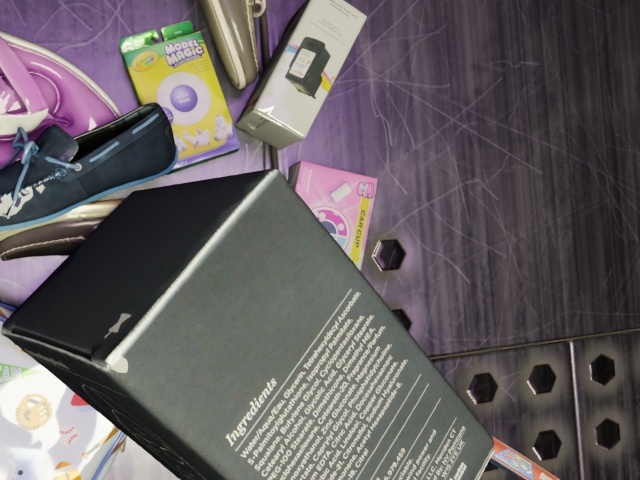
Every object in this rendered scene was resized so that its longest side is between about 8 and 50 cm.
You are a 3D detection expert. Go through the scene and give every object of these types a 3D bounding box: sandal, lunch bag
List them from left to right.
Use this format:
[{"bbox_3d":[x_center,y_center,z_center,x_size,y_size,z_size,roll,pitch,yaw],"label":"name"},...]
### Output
[{"bbox_3d":[-0.399,-0.174,0.734,0.416,0.102,0.169,30,89,-30],"label":"sandal"},{"bbox_3d":[-0.363,0.192,0.777,0.303,0.115,0.243,31,76,-14],"label":"lunch bag"}]

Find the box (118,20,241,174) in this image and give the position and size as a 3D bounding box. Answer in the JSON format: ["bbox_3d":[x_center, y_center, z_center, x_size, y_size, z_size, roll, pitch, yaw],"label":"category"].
[{"bbox_3d":[-0.178,-0.185,0.873,0.105,0.043,0.179,-21,93,-15],"label":"box"}]

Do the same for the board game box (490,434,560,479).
[{"bbox_3d":[0.167,0.239,0.909,0.281,0.145,0.027,34,81,-13],"label":"board game box"}]

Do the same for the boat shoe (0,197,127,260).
[{"bbox_3d":[-0.237,0.000,0.823,0.285,0.103,0.092,-9,87,-22],"label":"boat shoe"}]

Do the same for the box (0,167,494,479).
[{"bbox_3d":[-0.069,0.149,0.701,0.395,0.293,0.212,51,61,-27],"label":"box"}]

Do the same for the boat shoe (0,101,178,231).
[{"bbox_3d":[-0.285,-0.091,0.755,0.258,0.109,0.089,-31,134,-36],"label":"boat shoe"}]

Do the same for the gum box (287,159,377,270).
[{"bbox_3d":[0.000,0.000,0.908,0.107,0.062,0.188,12,86,-15],"label":"gum box"}]

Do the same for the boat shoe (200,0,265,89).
[{"bbox_3d":[-0.119,-0.361,0.857,0.095,0.112,0.335,-20,91,-11],"label":"boat shoe"}]

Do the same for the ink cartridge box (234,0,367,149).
[{"bbox_3d":[-0.029,-0.211,0.871,0.072,0.127,0.175,28,82,-16],"label":"ink cartridge box"}]
